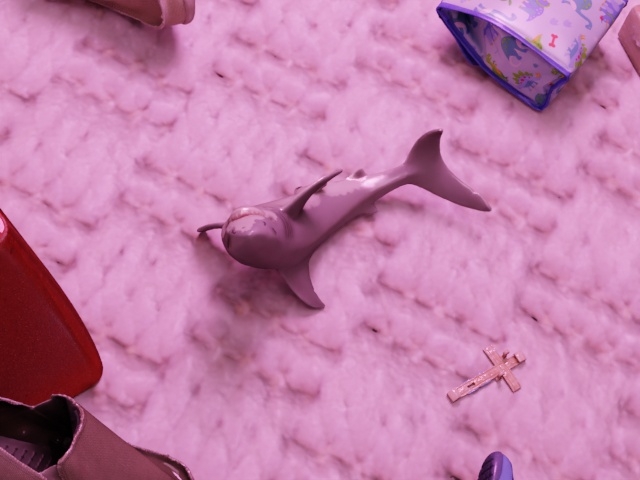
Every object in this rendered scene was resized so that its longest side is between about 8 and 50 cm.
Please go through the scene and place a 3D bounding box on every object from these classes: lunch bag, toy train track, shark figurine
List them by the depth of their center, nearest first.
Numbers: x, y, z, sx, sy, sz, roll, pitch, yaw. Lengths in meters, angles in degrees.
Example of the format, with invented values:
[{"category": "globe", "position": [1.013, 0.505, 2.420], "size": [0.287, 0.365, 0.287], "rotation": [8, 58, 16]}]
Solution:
[{"category": "toy train track", "position": [0.149, 0.119, 1.135], "size": [0.083, 0.014, 0.048], "rotation": [-27, 68, -20]}, {"category": "shark figurine", "position": [0.008, -0.003, 1.154], "size": [0.278, 0.166, 0.116], "rotation": [-21, 91, -37]}, {"category": "lunch bag", "position": [0.208, -0.228, 1.288], "size": [0.151, 0.096, 0.129], "rotation": [38, 63, 2]}]

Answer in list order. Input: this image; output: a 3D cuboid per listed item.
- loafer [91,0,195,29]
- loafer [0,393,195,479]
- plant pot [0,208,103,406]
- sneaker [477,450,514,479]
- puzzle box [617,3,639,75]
[{"category": "loafer", "position": [-0.236, -0.278, 1.256], "size": [0.268, 0.102, 0.092], "rotation": [34, 63, 22]}, {"category": "loafer", "position": [-0.189, 0.173, 0.959], "size": [0.251, 0.087, 0.094], "rotation": [19, 30, -36]}, {"category": "plant pot", "position": [-0.350, 0.029, 0.986], "size": [0.267, 0.235, 0.267], "rotation": [-32, 71, -23]}, {"category": "sneaker", "position": [0.160, 0.245, 1.047], "size": [0.059, 0.053, 0.144], "rotation": [-1, 70, -8]}, {"category": "puzzle box", "position": [0.548, -0.165, 1.327], "size": [0.409, 0.052, 0.272], "rotation": [-15, 65, -16]}]
